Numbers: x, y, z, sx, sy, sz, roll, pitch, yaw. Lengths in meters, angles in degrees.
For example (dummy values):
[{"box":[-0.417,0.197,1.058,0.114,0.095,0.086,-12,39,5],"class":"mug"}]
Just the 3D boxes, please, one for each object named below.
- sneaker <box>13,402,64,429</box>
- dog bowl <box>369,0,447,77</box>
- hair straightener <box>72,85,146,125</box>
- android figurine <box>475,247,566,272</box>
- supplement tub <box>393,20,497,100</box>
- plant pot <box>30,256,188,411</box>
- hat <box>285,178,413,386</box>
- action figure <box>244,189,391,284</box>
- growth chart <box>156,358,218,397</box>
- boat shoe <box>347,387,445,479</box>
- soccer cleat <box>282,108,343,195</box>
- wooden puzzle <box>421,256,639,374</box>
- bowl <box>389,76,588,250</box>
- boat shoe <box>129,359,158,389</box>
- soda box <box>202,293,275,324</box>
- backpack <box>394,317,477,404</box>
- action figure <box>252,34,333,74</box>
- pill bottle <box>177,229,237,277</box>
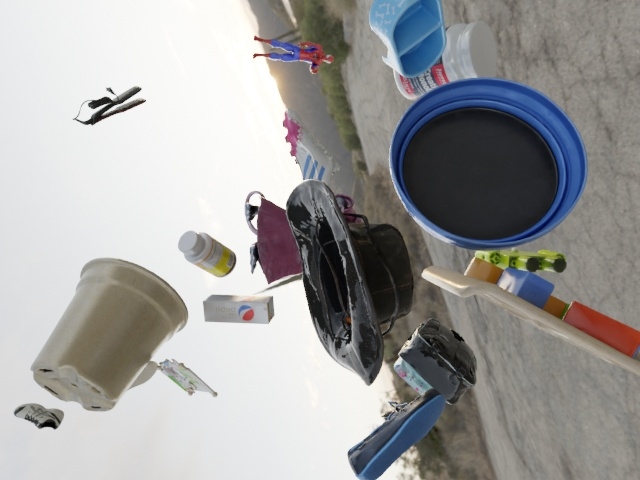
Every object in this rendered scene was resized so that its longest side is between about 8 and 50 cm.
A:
[{"box":[-0.517,0.324,0.815,0.083,0.032,0.037,20,-158,-25],"class":"sneaker"},{"box":[0.223,-0.507,1.079,0.074,0.165,0.297,59,-169,20],"class":"dog bowl"},{"box":[-0.636,-0.416,1.331,0.047,0.230,0.089,30,142,31],"class":"hair straightener"},{"box":[0.592,0.055,1.338,0.273,0.247,0.056,-144,56,-81],"class":"android figurine"},{"box":[0.385,-0.557,1.395,0.191,0.272,0.192,-3,-85,-41],"class":"supplement tub"},{"box":[-0.578,0.270,1.202,0.334,0.333,0.306,63,-149,-35],"class":"plant pot"},{"box":[0.059,0.043,0.675,0.331,0.133,0.332,164,90,-74],"class":"hat"},{"box":[0.000,0.000,1.131,0.276,0.369,0.249,-133,41,-67],"class":"action figure"},{"box":[-0.389,0.395,1.276,0.172,0.237,0.021,46,-126,-18],"class":"growth chart"},{"box":[0.161,0.411,0.990,0.089,0.258,0.109,36,156,54],"class":"boat shoe"},{"box":[-0.019,-0.267,1.426,0.116,0.143,0.332,-77,-29,-78],"class":"soccer cleat"},{"box":[0.381,0.114,0.796,0.322,0.347,0.081,-46,-21,-88],"class":"wooden puzzle"},{"box":[0.341,-0.163,0.940,0.077,0.390,0.392,74,179,-69],"class":"bowl"},{"box":[-0.575,0.411,1.318,0.063,0.184,0.066,21,138,43],"class":"boat shoe"},{"box":[-0.257,0.215,1.405,0.069,0.215,0.074,-52,-39,-73],"class":"soda box"},{"box":[0.357,0.361,1.350,0.225,0.191,0.253,42,-154,12],"class":"backpack"},{"box":[-0.094,-0.629,1.506,0.139,0.279,0.092,-86,4,-62],"class":"action figure"},{"box":[-0.400,0.046,1.575,0.215,0.117,0.117,44,-154,-53],"class":"pill bottle"}]
